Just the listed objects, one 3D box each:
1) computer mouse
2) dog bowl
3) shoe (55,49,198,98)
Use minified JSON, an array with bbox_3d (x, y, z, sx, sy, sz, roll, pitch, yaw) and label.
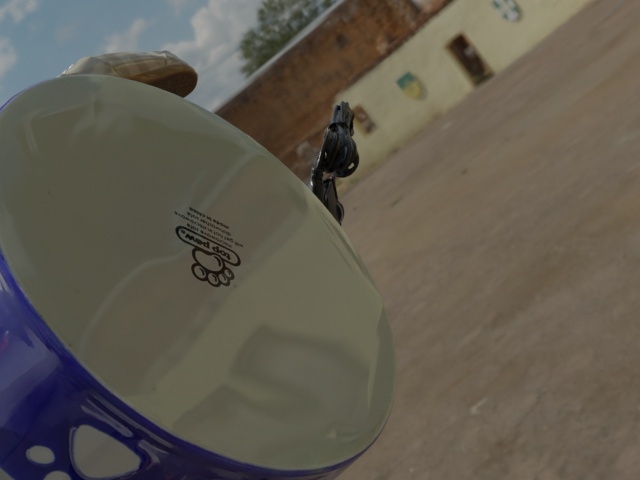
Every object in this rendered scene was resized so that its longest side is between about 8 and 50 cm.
[{"bbox_3d":[0.000,0.000,0.949,0.184,0.060,0.261,-77,5,-72],"label":"computer mouse"},{"bbox_3d":[-0.087,0.037,0.523,0.104,0.265,0.265,-45,0,29],"label":"dog bowl"},{"bbox_3d":[-0.251,-0.181,1.112,0.219,0.058,0.076,-19,-24,-34],"label":"shoe"}]
